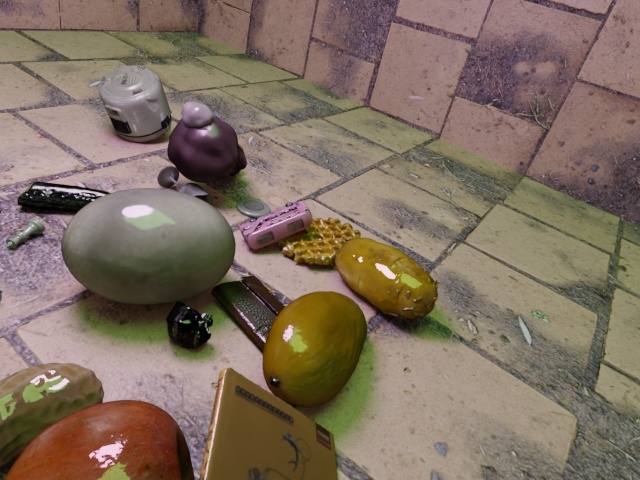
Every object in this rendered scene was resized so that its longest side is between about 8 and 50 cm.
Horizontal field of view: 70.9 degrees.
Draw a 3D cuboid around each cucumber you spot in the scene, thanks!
[{"bbox_3d":[-0.667,-0.113,1.208,0.241,0.074,0.074,5,34,-21],"label":"cucumber"}]

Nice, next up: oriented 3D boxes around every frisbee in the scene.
[{"bbox_3d":[-0.214,-0.106,1.440,0.110,0.014,0.110,11,33,-7],"label":"frisbee"}]

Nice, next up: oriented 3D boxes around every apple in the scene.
[{"bbox_3d":[-0.278,0.331,0.556,0.253,0.253,0.253,11,33,-7],"label":"apple"}]

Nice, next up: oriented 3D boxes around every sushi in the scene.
[{"bbox_3d":[-0.267,0.182,0.920,0.084,0.083,0.056,17,32,0],"label":"sushi"}]

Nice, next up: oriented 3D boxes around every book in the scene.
[{"bbox_3d":[-0.064,0.391,0.614,0.269,0.032,0.389,42,24,-27],"label":"book"}]

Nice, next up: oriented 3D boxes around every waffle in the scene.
[{"bbox_3d":[0.000,0.001,1.332,0.249,0.056,0.253,14,31,2],"label":"waffle"}]

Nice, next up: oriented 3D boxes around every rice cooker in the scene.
[{"bbox_3d":[-0.663,-0.483,1.619,0.226,0.244,0.226,1,60,-1],"label":"rice cooker"}]

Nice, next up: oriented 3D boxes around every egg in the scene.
[{"bbox_3d":[-0.361,0.013,0.978,0.352,0.258,0.258,1,36,-23],"label":"egg"}]

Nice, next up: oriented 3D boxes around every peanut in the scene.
[{"bbox_3d":[-0.483,0.272,0.663,0.136,0.120,0.298,13,24,43],"label":"peanut"}]

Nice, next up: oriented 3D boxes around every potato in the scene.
[{"bbox_3d":[0.175,0.096,1.186,0.173,0.140,0.300,-26,45,-37],"label":"potato"}]

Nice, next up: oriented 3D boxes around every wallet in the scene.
[{"bbox_3d":[-0.131,0.170,1.036,0.133,0.039,0.243,-14,45,-44],"label":"wallet"}]

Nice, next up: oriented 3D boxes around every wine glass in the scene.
[{"bbox_3d":[-0.411,-0.152,1.366,0.195,0.079,0.079,35,37,30],"label":"wine glass"}]

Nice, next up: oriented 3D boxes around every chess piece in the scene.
[{"bbox_3d":[-0.708,-0.014,1.071,0.042,0.042,0.093,20,38,6],"label":"chess piece"}]

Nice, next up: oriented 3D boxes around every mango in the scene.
[{"bbox_3d":[-0.004,0.201,0.922,0.195,0.142,0.331,61,30,-9],"label":"mango"}]

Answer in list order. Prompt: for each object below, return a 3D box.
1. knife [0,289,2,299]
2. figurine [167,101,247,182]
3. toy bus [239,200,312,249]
[{"bbox_3d":[-0.647,0.166,0.844,0.054,0.015,0.212,-2,37,-24],"label":"knife"},{"bbox_3d":[-0.320,-0.288,1.417,0.218,0.206,0.365,51,17,0],"label":"figurine"},{"bbox_3d":[-0.123,-0.045,1.272,0.203,0.063,0.090,-23,35,-9],"label":"toy bus"}]
